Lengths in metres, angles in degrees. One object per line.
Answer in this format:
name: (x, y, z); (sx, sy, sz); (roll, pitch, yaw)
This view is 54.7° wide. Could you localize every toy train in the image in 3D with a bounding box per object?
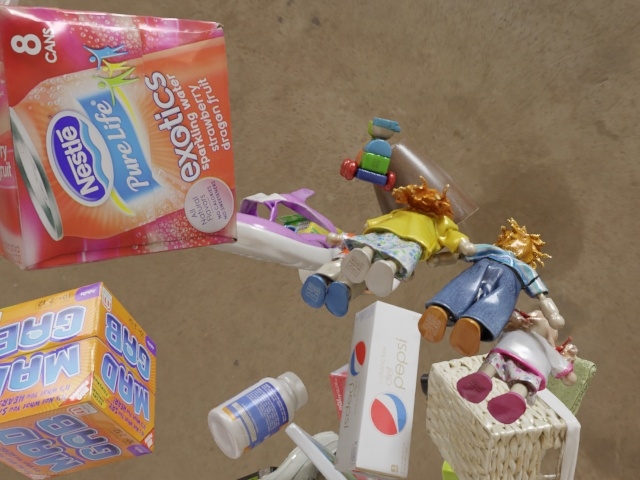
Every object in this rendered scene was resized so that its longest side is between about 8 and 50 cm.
toy train: (0.111, -0.198, 1.370); (0.105, 0.248, 0.143); (16, 99, -7)

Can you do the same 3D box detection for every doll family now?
doll family: (0.123, 0.026, 0.552); (0.263, 0.163, 0.118); (31, 129, 20)

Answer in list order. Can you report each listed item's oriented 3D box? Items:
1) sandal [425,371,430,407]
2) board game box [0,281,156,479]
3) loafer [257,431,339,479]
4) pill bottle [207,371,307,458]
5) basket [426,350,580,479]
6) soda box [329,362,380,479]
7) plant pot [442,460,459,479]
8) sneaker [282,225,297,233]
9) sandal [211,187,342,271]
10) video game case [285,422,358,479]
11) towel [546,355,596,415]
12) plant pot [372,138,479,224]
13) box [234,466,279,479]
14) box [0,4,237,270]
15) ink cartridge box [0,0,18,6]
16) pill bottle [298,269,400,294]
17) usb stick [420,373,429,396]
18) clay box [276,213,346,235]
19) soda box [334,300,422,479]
sandal: (0.284, 0.385, 1.498); (0.072, 0.180, 0.049); (-29, 131, 28)
board game box: (-0.694, 0.393, 1.703); (0.356, 0.356, 0.356); (-15, 50, 4)
loafer: (-0.041, 0.465, 1.160); (0.111, 0.319, 0.112); (38, 120, 19)
pill bottle: (-0.172, 0.489, 1.775); (0.152, 0.272, 0.152); (29, 131, 40)
basket: (0.197, 0.214, 0.706); (0.103, 0.167, 0.113); (-4, 108, -13)
soda box: (0.103, 0.419, 1.427); (0.092, 0.083, 0.263); (-7, 99, 50)
plant pot: (0.485, 0.662, 1.733); (0.207, 0.227, 0.228); (-1, 117, 30)
sneaker: (-0.100, -0.006, 1.272); (0.058, 0.135, 0.052); (-23, 93, 42)
sandal: (-0.044, -0.019, 0.804); (0.169, 0.416, 0.102); (10, 88, 15)
video game case: (0.045, 0.410, 1.045); (0.023, 0.193, 0.212); (-45, 53, -9)
towel: (0.568, 0.334, 1.429); (0.027, 0.110, 0.148); (22, 92, -26)
plant pot: (0.220, -0.116, 1.466); (0.215, 0.215, 0.230); (-33, 89, 12)
box: (-0.150, 0.748, 1.914); (0.190, 0.184, 0.045); (-32, 54, 31)
box: (-0.169, -0.064, 0.418); (0.257, 0.122, 0.128); (10, 104, 54)
ink cartridge box: (-0.381, -0.224, 0.523); (0.218, 0.158, 0.092); (26, 69, -24)
pill bottle: (0.079, 0.074, 1.731); (0.278, 0.162, 0.162); (-7, 96, 45)
usb stick: (0.400, 0.414, 1.771); (0.278, 0.045, 0.077); (-17, 92, 48)
clay box: (0.000, 0.000, 1.548); (0.127, 0.222, 0.053); (-11, 59, 50)
soda box: (0.078, 0.196, 0.813); (0.074, 0.069, 0.216); (18, 64, -16)
